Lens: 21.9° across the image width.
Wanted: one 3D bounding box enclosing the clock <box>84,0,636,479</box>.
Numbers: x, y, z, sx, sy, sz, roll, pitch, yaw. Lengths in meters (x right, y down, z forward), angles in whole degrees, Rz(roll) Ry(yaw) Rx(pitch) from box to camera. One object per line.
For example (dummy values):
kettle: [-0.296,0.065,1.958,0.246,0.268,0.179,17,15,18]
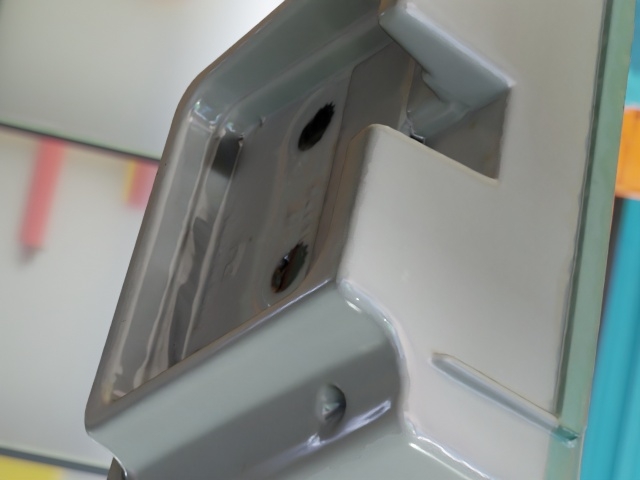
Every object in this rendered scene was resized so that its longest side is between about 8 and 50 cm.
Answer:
clock: [0.000,0.000,0.644,0.116,0.262,0.231,33,143,-26]
